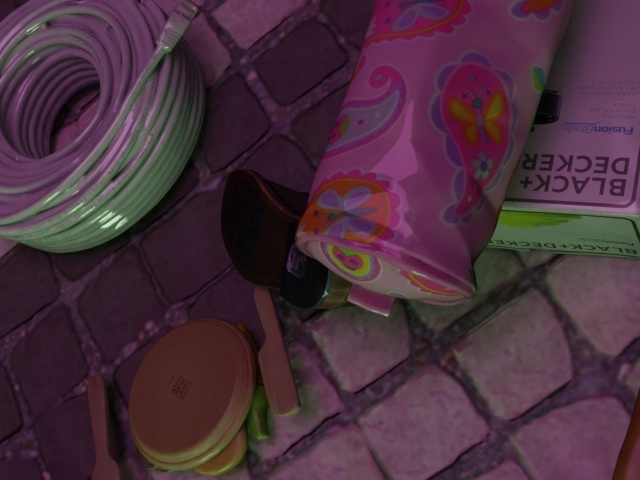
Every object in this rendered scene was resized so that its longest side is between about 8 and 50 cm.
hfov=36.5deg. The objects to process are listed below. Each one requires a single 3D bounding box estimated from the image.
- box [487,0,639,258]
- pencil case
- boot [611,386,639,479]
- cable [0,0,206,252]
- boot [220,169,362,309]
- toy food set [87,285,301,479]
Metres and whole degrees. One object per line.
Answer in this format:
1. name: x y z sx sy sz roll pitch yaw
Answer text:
1. box: 0.175 -0.138 0.699 0.169 0.087 0.289 7 73 28
2. pencil case: 0.079 -0.095 0.610 0.124 0.124 0.284 12 77 29
3. boot: 0.319 0.046 0.554 0.264 0.096 0.280 9 80 12
4. cable: -0.230 -0.116 0.887 0.257 0.089 0.257 13 77 30
5. boot: 0.000 0.000 0.747 0.219 0.106 0.082 39 121 57
6. toy food set: -0.097 0.125 0.760 0.192 0.038 0.132 -28 52 19
